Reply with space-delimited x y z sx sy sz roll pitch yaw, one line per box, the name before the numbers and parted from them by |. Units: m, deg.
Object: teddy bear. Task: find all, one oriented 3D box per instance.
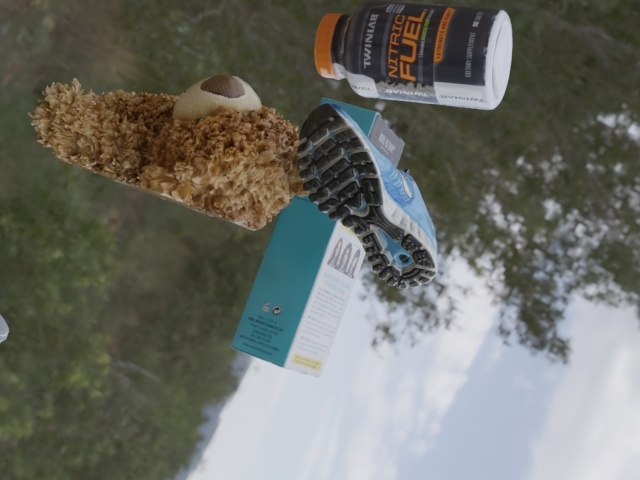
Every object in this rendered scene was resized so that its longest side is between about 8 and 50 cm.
teddy bear | -0.126 -0.089 1.014 0.338 0.245 0.113 -167 -84 -79

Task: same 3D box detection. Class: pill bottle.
pill bottle | 0.118 -0.247 1.520 0.130 0.246 0.130 8 90 -69

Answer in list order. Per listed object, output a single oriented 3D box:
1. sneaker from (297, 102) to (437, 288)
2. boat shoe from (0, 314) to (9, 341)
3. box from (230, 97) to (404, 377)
sneaker | 0.039 -0.040 0.909 0.063 0.162 0.073 -23 -157 27
boat shoe | -0.459 0.084 1.514 0.040 0.142 0.049 -48 155 22
box | 0.000 0.000 1.076 0.244 0.060 0.100 -70 158 -5
